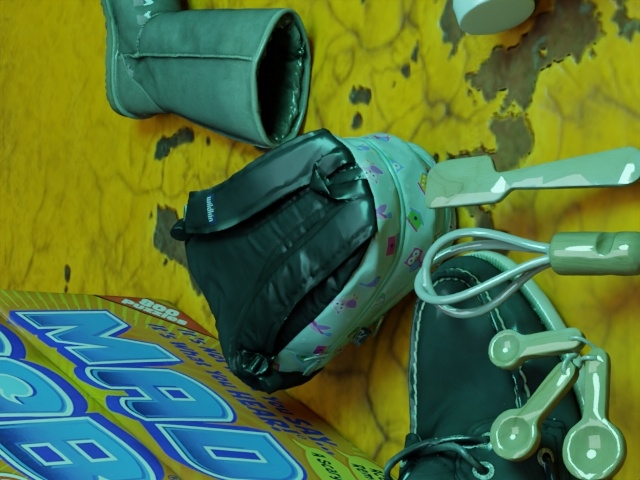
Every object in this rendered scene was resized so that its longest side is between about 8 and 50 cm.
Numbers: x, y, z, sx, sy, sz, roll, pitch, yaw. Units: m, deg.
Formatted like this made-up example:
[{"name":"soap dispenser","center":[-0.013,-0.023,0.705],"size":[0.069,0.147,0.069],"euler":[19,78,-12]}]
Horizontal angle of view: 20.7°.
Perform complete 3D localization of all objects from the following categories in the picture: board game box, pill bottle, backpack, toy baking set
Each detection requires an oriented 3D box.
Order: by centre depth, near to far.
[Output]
[{"name":"toy baking set","center":[0.154,0.019,0.999],"size":[0.197,0.030,0.256],"euler":[-33,56,15]},{"name":"pill bottle","center":[0.098,-0.194,1.112],"size":[0.067,0.067,0.120],"euler":[-34,61,43]},{"name":"backpack","center":[0.000,0.000,1.174],"size":[0.182,0.115,0.152],"euler":[-44,66,38]},{"name":"board game box","center":[-0.205,0.262,1.202],"size":[0.356,0.356,0.356],"euler":[33,111,47]}]

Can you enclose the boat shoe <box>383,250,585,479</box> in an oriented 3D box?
[{"name":"boat shoe","center":[0.093,0.166,1.044],"size":[0.127,0.113,0.340],"euler":[-20,71,48]}]

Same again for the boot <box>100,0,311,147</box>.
[{"name":"boot","center":[-0.092,-0.168,1.334],"size":[0.208,0.076,0.189],"euler":[10,108,57]}]
